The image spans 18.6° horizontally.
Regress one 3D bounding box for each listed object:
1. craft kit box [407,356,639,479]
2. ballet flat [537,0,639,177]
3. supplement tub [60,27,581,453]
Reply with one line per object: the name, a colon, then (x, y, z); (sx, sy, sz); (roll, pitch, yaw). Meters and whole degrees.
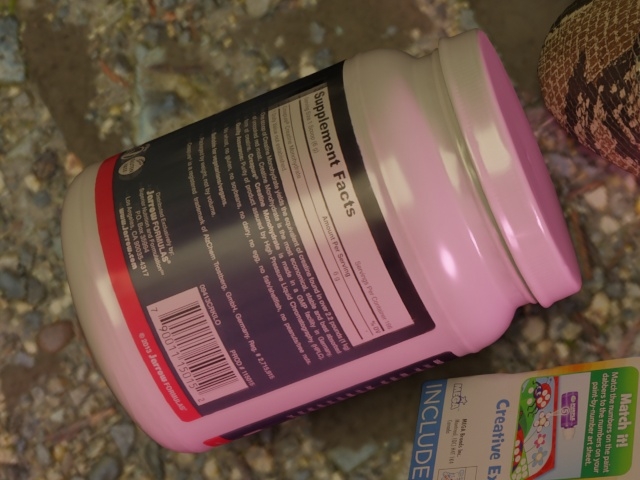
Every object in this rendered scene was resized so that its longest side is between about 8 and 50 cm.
craft kit box: (0.160, 0.179, 1.082); (0.247, 0.061, 0.250); (-10, 50, 29)
ballet flat: (0.338, -0.073, 1.089); (0.483, 0.182, 0.164); (21, 85, 21)
supplement tub: (0.000, 0.000, 1.173); (0.272, 0.191, 0.191); (-21, 72, 11)
